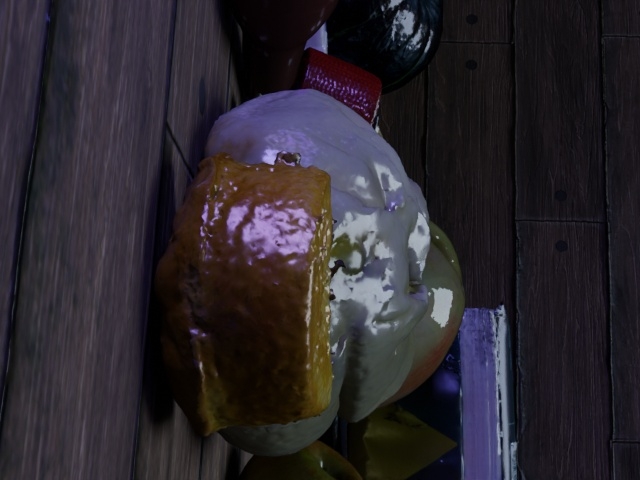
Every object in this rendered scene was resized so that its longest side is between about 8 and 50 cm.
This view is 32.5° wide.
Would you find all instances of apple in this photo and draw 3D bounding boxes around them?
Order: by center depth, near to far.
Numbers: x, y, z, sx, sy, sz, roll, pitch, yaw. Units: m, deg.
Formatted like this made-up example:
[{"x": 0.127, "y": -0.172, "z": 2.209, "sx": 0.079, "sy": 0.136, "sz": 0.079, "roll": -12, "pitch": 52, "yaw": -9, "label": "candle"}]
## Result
[{"x": -0.025, "y": 0.322, "z": 1.269, "sx": 0.155, "sy": 0.182, "sz": 0.182, "roll": -57, "pitch": -176, "yaw": 13, "label": "apple"}]

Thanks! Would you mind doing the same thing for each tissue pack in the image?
[{"x": 0.168, "y": 0.300, "z": 1.664, "sx": 0.264, "sy": 0.253, "sz": 0.416, "roll": 48, "pitch": 42, "yaw": -83, "label": "tissue pack"}]

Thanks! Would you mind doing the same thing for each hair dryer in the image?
[{"x": -0.058, "y": -0.352, "z": 1.185, "sx": 0.312, "sy": 0.123, "sz": 0.340, "roll": 111, "pitch": -27, "yaw": -67, "label": "hair dryer"}]

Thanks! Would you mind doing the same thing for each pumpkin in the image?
[{"x": 0.055, "y": -0.370, "z": 1.710, "sx": 0.315, "sy": 0.239, "sz": 0.315, "roll": -13, "pitch": 90, "yaw": -68, "label": "pumpkin"}]

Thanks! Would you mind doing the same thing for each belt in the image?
[{"x": 0.001, "y": -0.122, "z": 1.335, "sx": 0.128, "sy": 0.124, "sz": 0.200, "roll": -100, "pitch": -148, "yaw": -66, "label": "belt"}]

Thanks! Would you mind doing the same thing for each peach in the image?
[{"x": 0.048, "y": 0.090, "z": 1.387, "sx": 0.292, "sy": 0.247, "sz": 0.292, "roll": -44, "pitch": -162, "yaw": 18, "label": "peach"}]

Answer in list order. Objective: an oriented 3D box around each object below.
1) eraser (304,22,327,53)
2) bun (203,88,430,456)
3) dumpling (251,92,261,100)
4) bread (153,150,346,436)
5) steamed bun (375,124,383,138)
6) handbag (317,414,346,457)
[{"x": -0.031, "y": -0.227, "z": 1.522, "sx": 0.130, "sy": 0.086, "sz": 0.287, "roll": -86, "pitch": 176, "yaw": -52, "label": "eraser"}, {"x": -0.001, "y": 0.034, "z": 1.082, "sx": 0.365, "sy": 0.219, "sz": 0.365, "roll": 0, "pitch": 90, "yaw": -83, "label": "bun"}, {"x": -0.077, "y": -0.123, "z": 1.218, "sx": 0.059, "sy": 0.043, "sz": 0.077, "roll": -123, "pitch": -165, "yaw": -66, "label": "dumpling"}, {"x": -0.053, "y": 0.047, "z": 0.844, "sx": 0.139, "sy": 0.143, "sz": 0.228, "roll": -66, "pitch": 155, "yaw": -83, "label": "bread"}, {"x": 0.051, "y": -0.154, "z": 1.961, "sx": 0.292, "sy": 0.137, "sz": 0.295, "roll": 56, "pitch": -3, "yaw": 41, "label": "steamed bun"}, {"x": -0.014, "y": 0.239, "z": 1.727, "sx": 0.329, "sy": 0.122, "sz": 0.303, "roll": -82, "pitch": 171, "yaw": -57, "label": "handbag"}]
